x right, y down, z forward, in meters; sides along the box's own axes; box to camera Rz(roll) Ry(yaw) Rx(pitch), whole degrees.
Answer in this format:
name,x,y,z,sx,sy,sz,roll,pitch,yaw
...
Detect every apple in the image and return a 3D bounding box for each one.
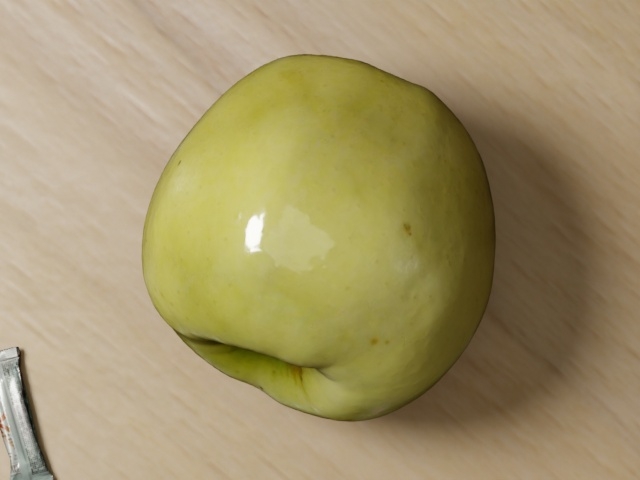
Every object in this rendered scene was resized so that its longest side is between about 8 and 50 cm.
name,x,y,z,sx,sy,sz,roll,pitch,yaw
apple,0.000,0.000,1.444,0.262,0.262,0.262,0,87,-2

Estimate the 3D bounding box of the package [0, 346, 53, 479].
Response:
name,x,y,z,sx,sy,sz,roll,pitch,yaw
package,-0.236,0.139,1.534,0.037,0.015,0.110,-16,86,-2
